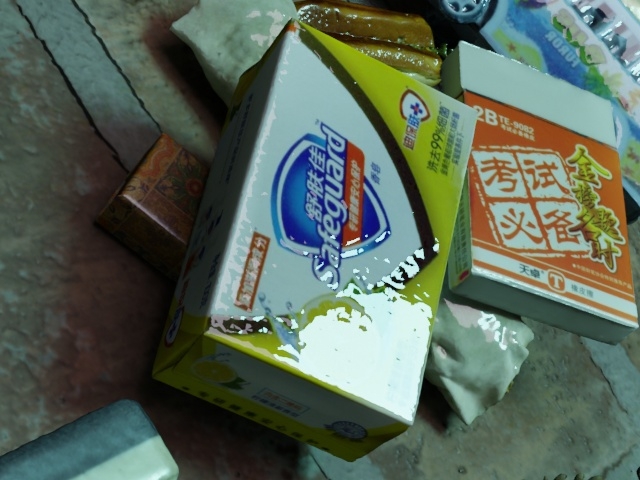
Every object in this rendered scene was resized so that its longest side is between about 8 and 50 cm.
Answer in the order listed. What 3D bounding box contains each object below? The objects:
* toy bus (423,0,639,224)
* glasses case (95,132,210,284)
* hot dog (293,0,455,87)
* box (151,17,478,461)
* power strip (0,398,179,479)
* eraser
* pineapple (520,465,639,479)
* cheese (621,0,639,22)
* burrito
[{"bbox_3d":[0.206,-0.172,1.559,0.136,0.109,0.329,-40,88,-7],"label":"toy bus"},{"bbox_3d":[-0.055,0.022,1.280,0.218,0.049,0.075,39,48,-10],"label":"glasses case"},{"bbox_3d":[0.036,-0.164,1.492,0.188,0.055,0.072,6,59,-37],"label":"hot dog"},{"bbox_3d":[0.000,0.000,1.226,0.168,0.097,0.265,27,58,-18],"label":"box"},{"bbox_3d":[-0.203,0.177,1.003,0.257,0.105,0.070,-22,75,-45],"label":"power strip"},{"bbox_3d":[0.170,-0.040,1.390,0.157,0.038,0.230,18,50,-24],"label":"eraser"},{"bbox_3d":[0.249,0.239,1.296,0.365,0.165,0.165,-2,61,-43],"label":"pineapple"},{"bbox_3d":[0.298,-0.248,1.719,0.266,0.127,0.233,-21,74,-47],"label":"cheese"},{"bbox_3d":[0.034,-0.041,1.370,0.117,0.076,0.392,-34,82,-20],"label":"burrito"}]
